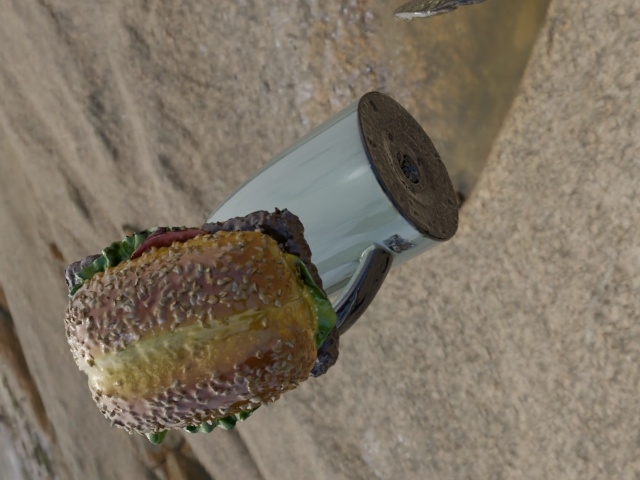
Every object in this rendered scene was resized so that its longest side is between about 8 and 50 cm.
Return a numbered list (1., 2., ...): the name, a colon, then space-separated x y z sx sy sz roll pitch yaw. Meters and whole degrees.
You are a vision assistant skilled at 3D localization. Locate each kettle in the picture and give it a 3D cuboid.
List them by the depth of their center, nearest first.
1. kettle: 0.000 0.000 0.850 0.236 0.161 0.221 -28 49 29

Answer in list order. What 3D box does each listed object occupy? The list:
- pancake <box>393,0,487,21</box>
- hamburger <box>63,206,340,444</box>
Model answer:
1. pancake: 0.184 -0.305 1.036 0.199 0.199 0.021 19 132 62
2. hamburger: -0.073 0.056 0.517 0.087 0.165 0.137 -66 -41 -70
